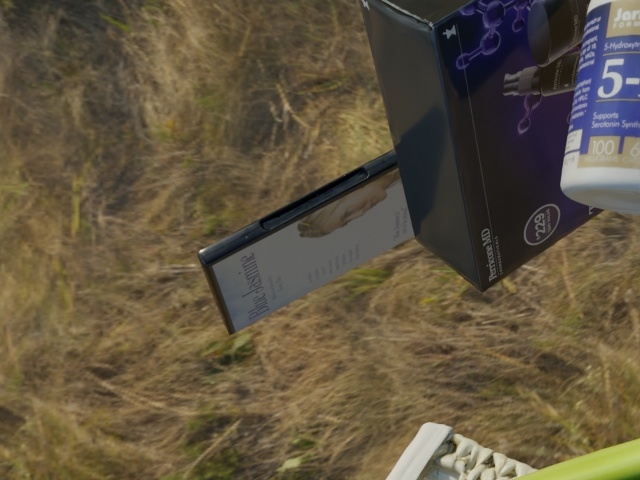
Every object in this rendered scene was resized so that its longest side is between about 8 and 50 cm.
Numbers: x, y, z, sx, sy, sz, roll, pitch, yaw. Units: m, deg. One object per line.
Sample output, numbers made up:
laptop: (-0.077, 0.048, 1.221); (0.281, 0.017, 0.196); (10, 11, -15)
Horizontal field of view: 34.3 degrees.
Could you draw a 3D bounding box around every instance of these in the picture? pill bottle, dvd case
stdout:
pill bottle: (0.225, -0.114, 0.676); (0.112, 0.112, 0.187); (7, 85, 23)
dvd case: (0.000, 0.000, 1.083); (0.253, 0.180, 0.022); (-28, 65, -10)

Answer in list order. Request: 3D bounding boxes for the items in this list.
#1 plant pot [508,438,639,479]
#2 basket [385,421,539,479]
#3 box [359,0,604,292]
plant pot: (0.156, 0.228, 0.395); (0.228, 0.227, 0.207); (-30, 116, 37)
basket: (0.092, 0.219, 0.652); (0.103, 0.113, 0.167); (15, 131, 27)
box: (0.151, -0.116, 0.821); (0.184, 0.261, 0.103); (-31, 43, -13)
